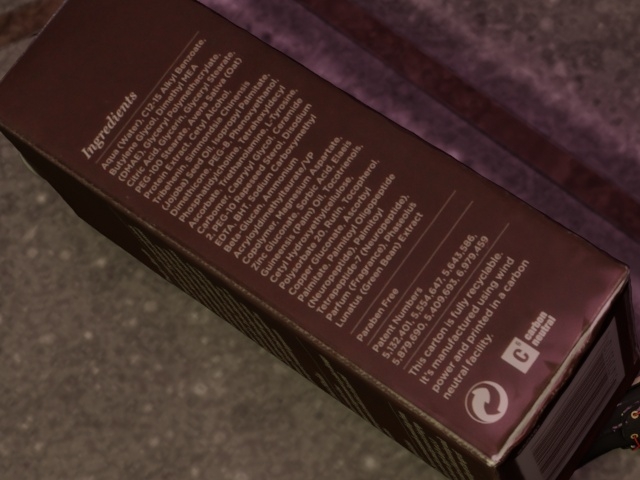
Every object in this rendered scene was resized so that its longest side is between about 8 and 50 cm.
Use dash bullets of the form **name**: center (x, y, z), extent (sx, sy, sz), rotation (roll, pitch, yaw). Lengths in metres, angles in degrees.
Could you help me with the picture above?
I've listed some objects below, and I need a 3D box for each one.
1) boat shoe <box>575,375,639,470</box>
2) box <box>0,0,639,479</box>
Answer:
- **boat shoe**: center (0.201, 0.110, 1.141), extent (0.133, 0.049, 0.042), rotation (-31, 67, -6)
- **box**: center (0.000, 0.000, 1.096), extent (0.381, 0.191, 0.143), rotation (32, 80, 20)
